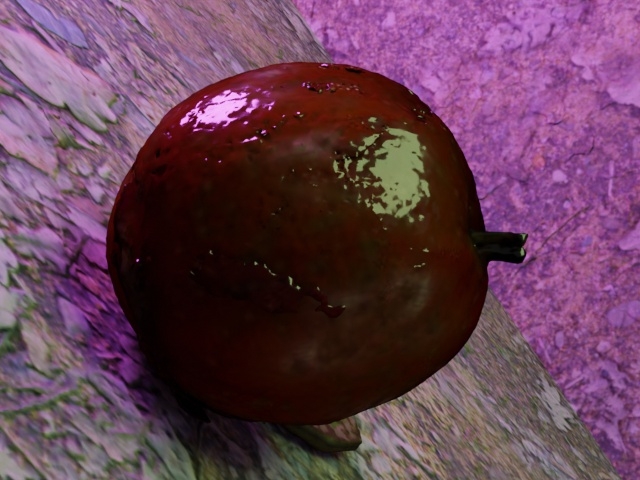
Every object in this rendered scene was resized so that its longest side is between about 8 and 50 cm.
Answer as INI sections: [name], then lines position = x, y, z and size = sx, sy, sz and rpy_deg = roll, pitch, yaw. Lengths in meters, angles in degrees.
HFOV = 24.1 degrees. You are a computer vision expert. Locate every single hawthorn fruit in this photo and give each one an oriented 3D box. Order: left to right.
[hawthorn fruit]
position = -0.016, -0.001, 1.152
size = 0.316, 0.316, 0.316
rpy_deg = 46, 16, -17

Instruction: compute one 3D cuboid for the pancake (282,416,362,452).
[pancake]
position = -0.036, 0.094, 1.340
size = 0.212, 0.029, 0.235
rpy_deg = 47, 15, -14
